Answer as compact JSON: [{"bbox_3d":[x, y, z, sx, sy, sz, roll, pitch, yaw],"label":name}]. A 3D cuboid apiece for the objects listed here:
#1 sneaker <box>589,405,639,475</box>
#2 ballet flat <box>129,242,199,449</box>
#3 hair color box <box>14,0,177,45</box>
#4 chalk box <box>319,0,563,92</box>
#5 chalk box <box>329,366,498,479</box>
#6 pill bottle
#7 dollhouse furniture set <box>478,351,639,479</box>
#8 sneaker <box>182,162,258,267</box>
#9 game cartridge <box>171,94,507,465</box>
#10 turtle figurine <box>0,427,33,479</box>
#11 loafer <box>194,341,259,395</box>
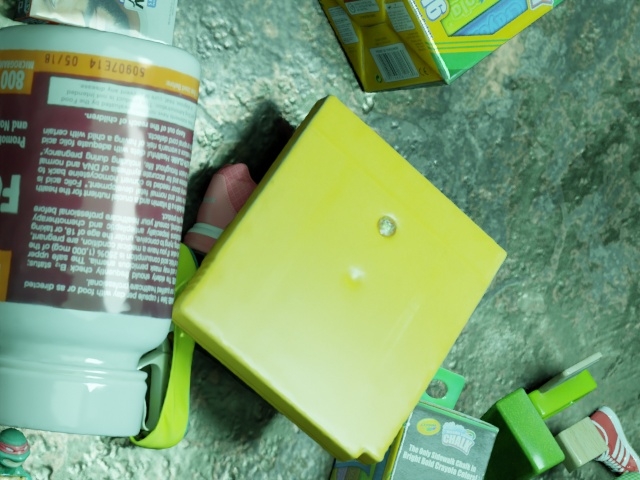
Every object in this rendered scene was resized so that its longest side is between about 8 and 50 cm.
[{"bbox_3d":[0.370,0.279,2.259,0.067,0.042,0.118,-33,99,-30],"label":"sneaker"},{"bbox_3d":[-0.176,0.117,1.900,0.077,0.077,0.231,-6,103,-49],"label":"ballet flat"},{"bbox_3d":[-0.238,-0.266,1.885,0.167,0.053,0.093,8,87,-29],"label":"hair color box"},{"bbox_3d":[0.161,-0.322,2.049,0.289,0.180,0.179,-38,109,-26],"label":"chalk box"},{"bbox_3d":[0.108,0.251,2.054,0.132,0.132,0.213,23,78,-28],"label":"chalk box"},{"bbox_3d":[-0.253,-0.007,1.782,0.224,0.224,0.392,9,86,-30],"label":"pill bottle"},{"bbox_3d":[0.336,0.304,2.109,0.197,0.151,0.301,-25,76,-27],"label":"dollhouse furniture set"},{"bbox_3d":[0.000,0.000,1.994,0.314,0.116,0.136,19,80,-29],"label":"sneaker"},{"bbox_3d":[0.025,0.047,1.924,0.285,0.053,0.323,42,63,-13],"label":"game cartridge"},{"bbox_3d":[-0.325,0.278,1.784,0.175,0.118,0.234,8,111,-24],"label":"turtle figurine"},{"bbox_3d":[-0.072,0.125,1.974,0.220,0.078,0.080,29,77,-27],"label":"loafer"}]
